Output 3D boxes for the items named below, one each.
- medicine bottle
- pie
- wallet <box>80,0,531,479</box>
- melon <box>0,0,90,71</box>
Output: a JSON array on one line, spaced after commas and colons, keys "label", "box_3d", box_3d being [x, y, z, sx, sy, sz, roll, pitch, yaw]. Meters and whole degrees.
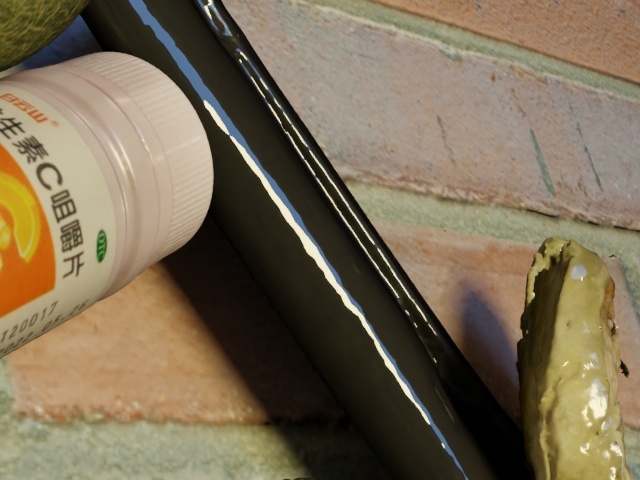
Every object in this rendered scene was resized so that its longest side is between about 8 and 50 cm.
[{"label": "medicine bottle", "box_3d": [-0.173, -0.007, 0.719, 0.133, 0.133, 0.250, 59, 36, 0]}, {"label": "pie", "box_3d": [0.176, 0.148, 0.946, 0.337, 0.075, 0.337, -10, 90, -81]}, {"label": "wallet", "box_3d": [0.001, 0.000, 0.915, 0.406, 0.062, 0.228, 56, 13, -4]}, {"label": "melon", "box_3d": [-0.208, -0.190, 0.701, 0.237, 0.237, 0.301, 48, 14, -14]}]
